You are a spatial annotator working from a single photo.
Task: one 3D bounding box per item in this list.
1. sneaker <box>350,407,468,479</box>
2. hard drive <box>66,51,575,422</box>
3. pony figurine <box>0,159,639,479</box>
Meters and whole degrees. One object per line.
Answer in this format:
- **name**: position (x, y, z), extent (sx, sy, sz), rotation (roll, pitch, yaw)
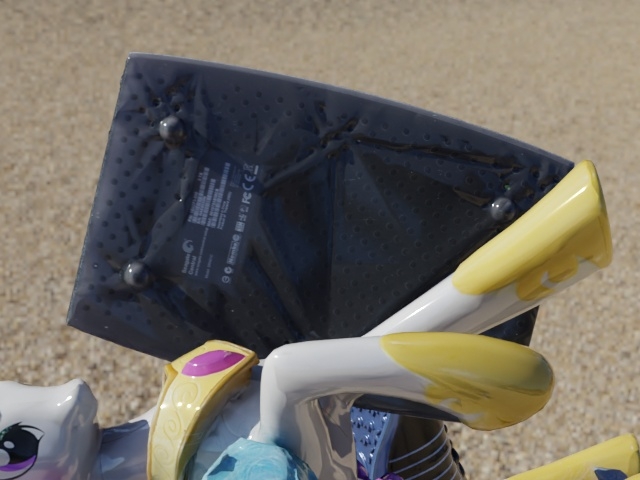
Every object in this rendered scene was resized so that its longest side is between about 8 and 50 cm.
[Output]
- **sneaker**: position (0.066, 0.164, 0.844), extent (0.090, 0.232, 0.081), rotation (2, 4, -29)
- **hard drive**: position (0.000, 0.000, 0.642), extent (0.254, 0.172, 0.054), rotation (13, 3, -4)
- **pony figurine**: position (-0.015, 0.145, 0.578), extent (0.363, 0.351, 0.303), rotation (-13, 38, 9)
